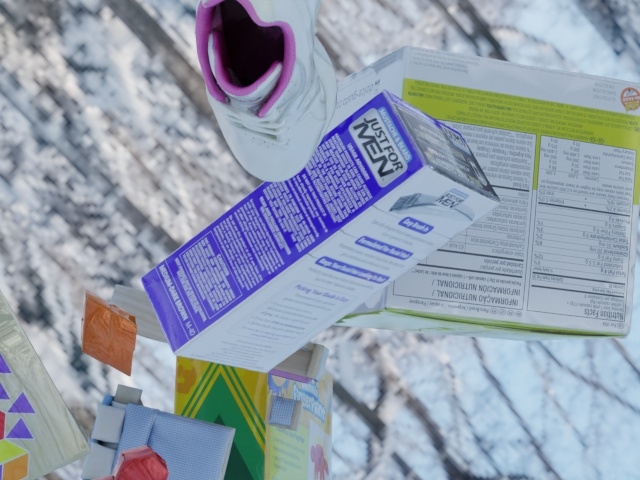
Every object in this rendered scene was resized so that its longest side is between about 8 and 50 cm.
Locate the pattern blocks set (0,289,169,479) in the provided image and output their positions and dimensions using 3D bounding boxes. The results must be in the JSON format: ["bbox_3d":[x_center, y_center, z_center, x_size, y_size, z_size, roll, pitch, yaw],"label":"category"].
[{"bbox_3d":[-0.269,0.125,1.100,0.285,0.324,0.026,-17,-154,-4],"label":"pattern blocks set"}]

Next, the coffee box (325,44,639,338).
[{"bbox_3d":[0.193,-0.042,1.929,0.337,0.338,0.334,164,-69,-71],"label":"coffee box"}]

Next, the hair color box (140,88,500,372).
[{"bbox_3d":[0.000,0.000,1.527,0.339,0.110,0.185,-35,154,19],"label":"hair color box"}]

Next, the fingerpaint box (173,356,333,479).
[{"bbox_3d":[-0.106,0.364,2.378,0.163,0.371,0.445,-2,165,13],"label":"fingerpaint box"}]

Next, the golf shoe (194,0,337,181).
[{"bbox_3d":[-0.053,-0.133,1.119,0.306,0.115,0.140,90,17,-53],"label":"golf shoe"}]

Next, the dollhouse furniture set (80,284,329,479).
[{"bbox_3d":[-0.175,0.244,1.917,0.198,0.286,0.303,43,62,-75],"label":"dollhouse furniture set"}]

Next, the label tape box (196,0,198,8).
[{"bbox_3d":[-0.095,-0.426,2.052,0.333,0.106,0.240,-134,-125,-78],"label":"label tape box"}]
